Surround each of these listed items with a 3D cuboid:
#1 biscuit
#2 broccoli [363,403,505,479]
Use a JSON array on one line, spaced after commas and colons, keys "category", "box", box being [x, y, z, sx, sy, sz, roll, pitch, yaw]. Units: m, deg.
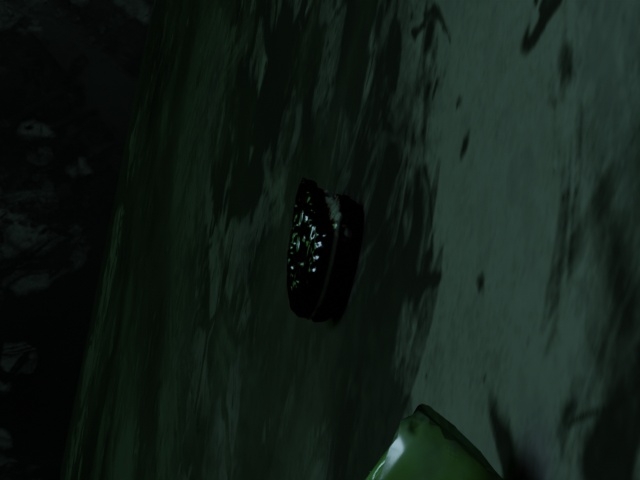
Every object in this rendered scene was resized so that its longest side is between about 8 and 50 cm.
[{"category": "biscuit", "box": [0.000, 0.000, 1.005, 0.087, 0.027, 0.089, 112, 164, -55]}, {"category": "broccoli", "box": [-0.008, 0.135, 0.604, 0.219, 0.194, 0.194, 47, -140, -52]}]
